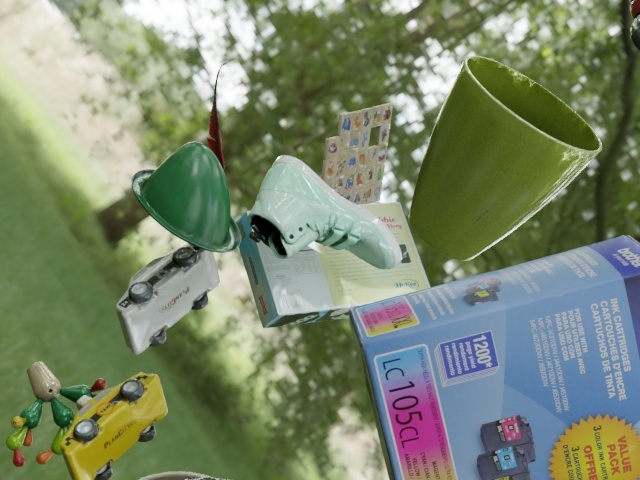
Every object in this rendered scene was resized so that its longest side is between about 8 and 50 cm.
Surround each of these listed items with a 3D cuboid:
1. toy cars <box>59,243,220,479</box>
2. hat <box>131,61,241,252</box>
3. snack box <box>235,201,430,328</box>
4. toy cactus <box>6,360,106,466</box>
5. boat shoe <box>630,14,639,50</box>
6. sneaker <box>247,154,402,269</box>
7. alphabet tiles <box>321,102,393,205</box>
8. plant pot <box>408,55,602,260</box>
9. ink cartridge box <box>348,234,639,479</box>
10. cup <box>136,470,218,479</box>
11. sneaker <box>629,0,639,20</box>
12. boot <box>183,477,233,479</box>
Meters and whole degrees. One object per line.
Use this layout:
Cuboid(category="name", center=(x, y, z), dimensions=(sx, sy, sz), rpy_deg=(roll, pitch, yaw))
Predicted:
Cuboid(category="toy cars", center=(-0.277, 0.170, 1.909), dimensions=(0.087, 0.394, 0.176), rpy_deg=(21, -2, 33))
Cuboid(category="hat", center=(-0.153, -0.116, 1.839), dimensions=(0.208, 0.184, 0.173), rpy_deg=(43, 23, 17))
Cuboid(category="snack box", center=(0.025, 0.036, 2.177), dimensions=(0.060, 0.321, 0.187), rpy_deg=(-41, -119, 49))
Cuboid(category="toy cactus", center=(-0.473, 0.293, 2.326), dimensions=(0.180, 0.219, 0.112), rpy_deg=(54, -17, 24))
Cuboid(category="boat shoe", center=(0.373, -0.204, 1.316), dimensions=(0.084, 0.079, 0.233), rpy_deg=(49, 21, 22))
Cuboid(category="sneaker", center=(-0.001, 0.000, 2.039), dimensions=(0.256, 0.151, 0.094), rpy_deg=(37, -33, -9))
Cuboid(category="alphabet tiles", center=(0.066, -0.150, 2.459), dimensions=(0.009, 0.237, 0.198), rpy_deg=(17, -70, 28))
Cuboid(category="plant pot", center=(0.283, -0.118, 2.242), dimensions=(0.274, 0.294, 0.275), rpy_deg=(27, 24, -13))
Cuboid(category="ink cartridge box", center=(0.253, 0.162, 1.430), dimensions=(0.151, 0.395, 0.270), rpy_deg=(-117, -168, -75))
Cuboid(category="cup", center=(-0.251, 0.600, 2.251), dimensions=(0.331, 0.331, 0.237), rpy_deg=(53, -33, 25))
Cuboid(category="sneaker", center=(0.608, -0.462, 2.166), dimensions=(0.135, 0.276, 0.097), rpy_deg=(62, -20, 7))
Cuboid(category="boot", center=(-0.148, 0.450, 2.007), dimensions=(0.260, 0.347, 0.131), rpy_deg=(-16, 99, -80))
